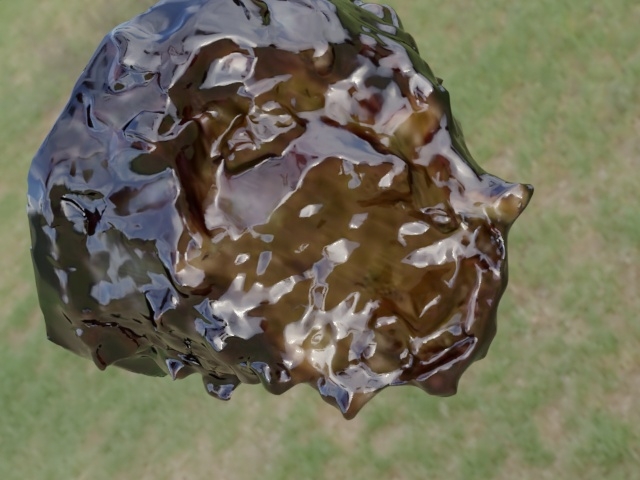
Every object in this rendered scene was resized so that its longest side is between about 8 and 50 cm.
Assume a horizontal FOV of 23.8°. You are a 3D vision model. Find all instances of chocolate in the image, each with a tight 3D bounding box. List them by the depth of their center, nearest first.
[{"bbox_3d":[0.000,0.000,0.696,0.177,0.206,0.224,35,95,38],"label":"chocolate"}]
